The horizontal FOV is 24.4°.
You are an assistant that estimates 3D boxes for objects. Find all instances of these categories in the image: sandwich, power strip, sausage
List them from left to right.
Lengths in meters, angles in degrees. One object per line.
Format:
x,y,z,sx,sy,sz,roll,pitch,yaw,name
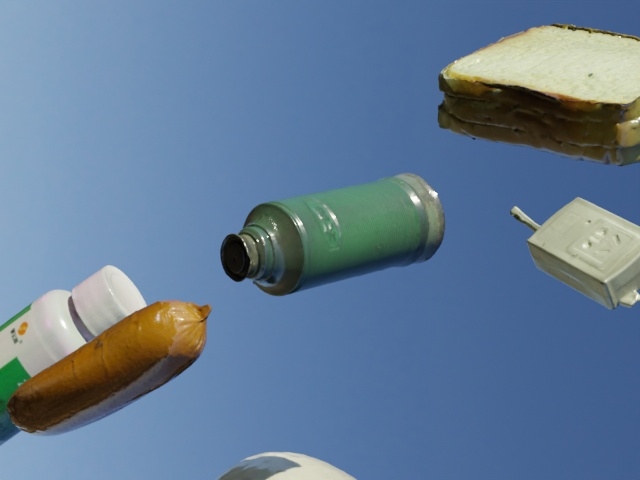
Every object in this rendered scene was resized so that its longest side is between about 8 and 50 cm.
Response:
-0.146,0.091,1.006,0.183,0.062,0.054,-30,-134,19,sausage
0.243,0.003,1.399,0.175,0.075,0.042,31,-25,47,power strip
0.322,-0.179,1.801,0.301,0.271,0.099,17,-56,40,sandwich

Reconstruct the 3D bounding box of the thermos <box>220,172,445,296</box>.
0.002,-0.004,1.107,0.083,0.188,0.073,7,-76,45,thermos

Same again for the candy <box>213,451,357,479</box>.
0.013,0.309,1.265,0.185,0.295,0.295,-34,-141,14,candy

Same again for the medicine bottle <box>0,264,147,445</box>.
-0.279,0.122,1.370,0.260,0.095,0.095,-36,-143,12,medicine bottle
